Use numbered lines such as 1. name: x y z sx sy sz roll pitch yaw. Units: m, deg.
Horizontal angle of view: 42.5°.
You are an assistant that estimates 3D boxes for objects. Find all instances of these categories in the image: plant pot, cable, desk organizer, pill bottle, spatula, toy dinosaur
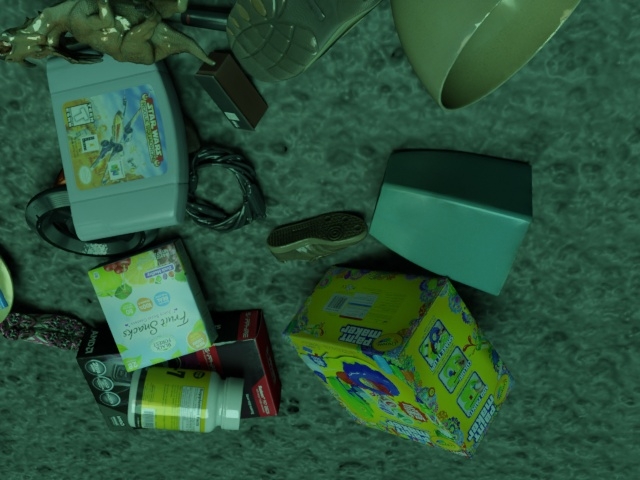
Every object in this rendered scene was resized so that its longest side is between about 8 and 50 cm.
1. plant pot: 0.209 -0.047 1.360 0.234 0.165 0.165 15 128 3
2. plant pot: 0.199 -0.339 1.086 0.191 0.284 0.284 48 126 15
3. cable: -0.182 -0.090 1.431 0.151 0.047 0.184 -6 136 19
4. desk organizer: -0.140 -0.236 1.308 0.047 0.050 0.130 14 155 37
5. pill bottle: -0.255 0.305 1.573 0.209 0.119 0.119 6 128 -4
6. spatula: -0.227 -0.343 1.235 0.297 0.030 0.084 12 129 7
7. toy dinosaur: -0.296 -0.301 1.185 0.296 0.127 0.200 18 140 -12

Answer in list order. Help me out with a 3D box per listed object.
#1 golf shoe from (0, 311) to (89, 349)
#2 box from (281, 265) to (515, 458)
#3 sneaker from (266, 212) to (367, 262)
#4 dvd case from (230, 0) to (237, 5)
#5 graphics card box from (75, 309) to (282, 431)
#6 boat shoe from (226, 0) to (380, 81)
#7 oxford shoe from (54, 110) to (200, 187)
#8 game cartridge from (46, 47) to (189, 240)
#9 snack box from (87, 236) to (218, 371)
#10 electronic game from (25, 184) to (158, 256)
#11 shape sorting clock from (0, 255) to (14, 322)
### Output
1. golf shoe: -0.562 0.180 1.678 0.186 0.067 0.086 14 172 -21
2. box: 0.141 0.209 1.472 0.290 0.177 0.279 4 139 49
3. sneaker: 0.000 0.000 1.485 0.188 0.066 0.071 -7 144 17
4. dvd case: -0.024 -0.397 1.185 0.239 0.029 0.179 -32 119 26
5. graphics card box: -0.281 0.270 1.680 0.371 0.094 0.232 -6 128 6
6. boat shoe: 0.004 -0.314 1.091 0.355 0.130 0.132 -15 107 53
7. oxford shoe: -0.328 -0.132 1.384 0.271 0.097 0.098 -22 129 21
8. game cartridge: -0.311 -0.160 1.287 0.198 0.062 0.297 -10 91 17
9. snack box: -0.309 0.119 1.530 0.175 0.070 0.207 -19 100 8
10. electronic game: -0.404 -0.033 1.459 0.229 0.048 0.229 0 152 0
11. shape sorting clock: -0.685 0.079 1.593 0.206 0.040 0.206 3 108 10
